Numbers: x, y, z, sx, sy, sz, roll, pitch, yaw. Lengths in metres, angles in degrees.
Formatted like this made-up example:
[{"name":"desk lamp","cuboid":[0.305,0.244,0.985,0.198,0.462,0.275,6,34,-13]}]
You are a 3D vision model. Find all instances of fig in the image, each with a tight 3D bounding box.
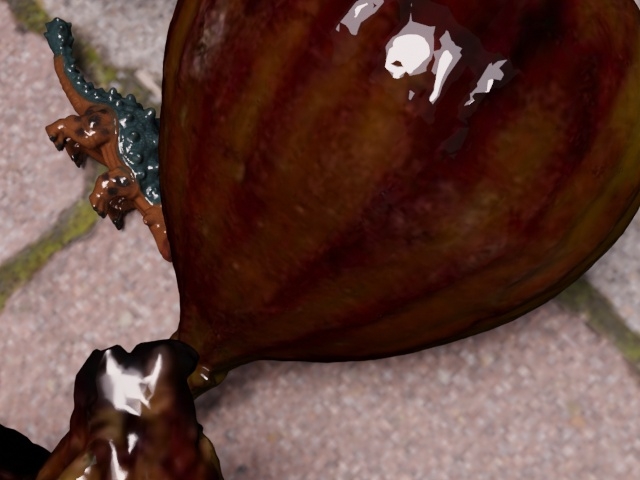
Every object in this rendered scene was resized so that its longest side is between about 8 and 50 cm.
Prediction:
[{"name":"fig","cuboid":[0.000,0.000,0.468,0.217,0.217,0.321,39,106,16]}]

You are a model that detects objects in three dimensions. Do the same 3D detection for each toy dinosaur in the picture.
[{"name":"toy dinosaur","cuboid":[-0.107,-0.052,0.549,0.055,0.049,0.154,-31,78,2]}]

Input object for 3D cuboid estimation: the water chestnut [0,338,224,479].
[{"name":"water chestnut","cuboid":[-0.101,0.163,0.362,0.299,0.300,0.300,-2,75,8]}]
